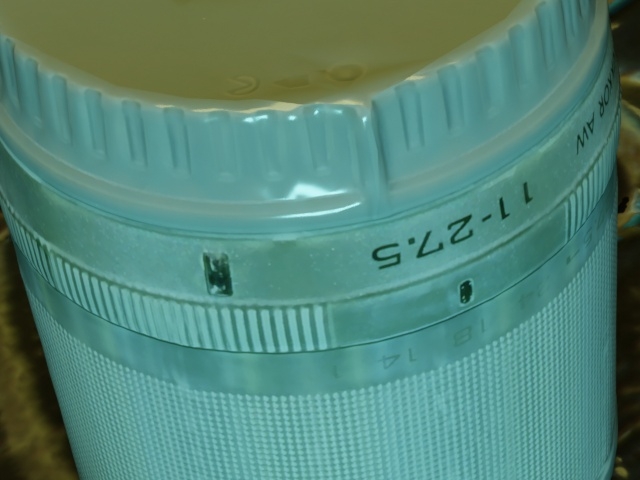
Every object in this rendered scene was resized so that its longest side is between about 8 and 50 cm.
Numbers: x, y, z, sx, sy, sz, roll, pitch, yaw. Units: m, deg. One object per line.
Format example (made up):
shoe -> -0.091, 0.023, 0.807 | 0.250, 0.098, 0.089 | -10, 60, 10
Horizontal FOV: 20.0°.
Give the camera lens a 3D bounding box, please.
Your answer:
camera lens -> 0.000, 0.000, 0.674 | 0.219, 0.274, 0.219 | -4, 41, 4
